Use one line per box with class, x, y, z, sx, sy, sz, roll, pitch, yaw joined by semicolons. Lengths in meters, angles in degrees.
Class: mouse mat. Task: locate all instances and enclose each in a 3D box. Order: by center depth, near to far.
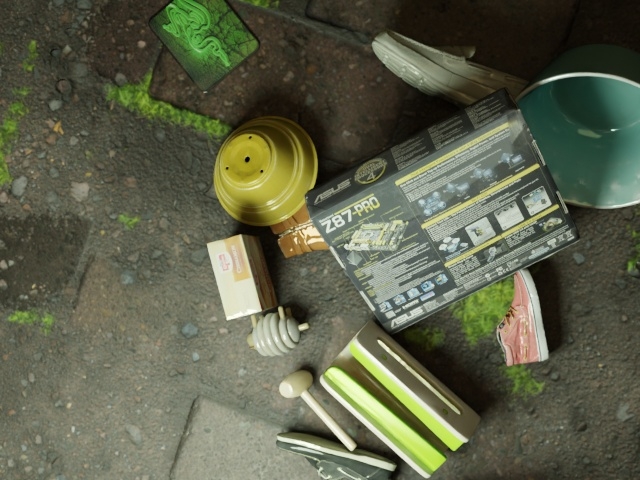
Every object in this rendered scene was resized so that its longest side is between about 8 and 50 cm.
mouse mat;-0.229;-0.404;1.867;0.152;0.007;0.190;-39;84;5

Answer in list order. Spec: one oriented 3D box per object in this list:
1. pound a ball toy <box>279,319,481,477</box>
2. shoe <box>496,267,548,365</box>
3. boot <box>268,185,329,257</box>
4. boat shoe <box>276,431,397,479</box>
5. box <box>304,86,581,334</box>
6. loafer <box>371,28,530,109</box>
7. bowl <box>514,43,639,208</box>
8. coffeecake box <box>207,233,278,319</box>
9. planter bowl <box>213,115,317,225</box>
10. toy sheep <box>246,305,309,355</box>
pound a ball toy;0.111;0.295;1.771;0.319;0.136;0.208;41;119;6
shoe;0.364;0.143;1.760;0.081;0.063;0.178;-12;92;1
boot;0.000;0.000;1.807;0.152;0.073;0.197;-29;83;10
boat shoe;0.022;0.419;1.785;0.233;0.084;0.079;18;91;4
box;0.217;-0.039;1.666;0.394;0.097;0.318;-28;127;11
loafer;0.249;-0.315;1.764;0.319;0.112;0.111;28;87;-1
bowl;0.485;-0.218;1.662;0.311;0.312;0.163;19;52;7
coffeecake box;-0.141;0.066;1.758;0.068;0.185;0.142;-15;88;6
planter bowl;-0.121;-0.142;1.779;0.217;0.090;0.217;-4;78;19
toy sheep;-0.082;0.175;1.801;0.132;0.091;0.091;-20;87;24
